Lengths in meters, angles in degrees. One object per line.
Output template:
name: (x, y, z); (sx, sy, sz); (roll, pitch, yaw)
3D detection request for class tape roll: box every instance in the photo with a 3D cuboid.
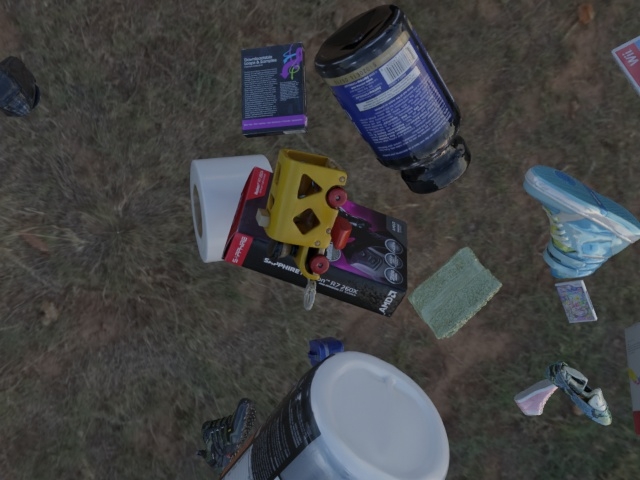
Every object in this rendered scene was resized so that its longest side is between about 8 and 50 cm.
tape roll: (-0.208, -0.077, 1.662); (0.169, 0.246, 0.246); (-6, 92, -17)

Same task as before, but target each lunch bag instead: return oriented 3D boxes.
lunch bag: (0.007, 0.258, 1.602); (0.065, 0.098, 0.067); (-4, 91, -19)

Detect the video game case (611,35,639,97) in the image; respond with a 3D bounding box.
video game case: (0.676, -0.328, 1.195); (0.285, 0.204, 0.025); (-27, 140, 18)

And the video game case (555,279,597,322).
video game case: (0.726, 0.174, 1.997); (0.011, 0.087, 0.122); (-26, 96, -37)

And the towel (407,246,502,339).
towel: (0.235, 0.093, 1.236); (0.148, 0.027, 0.110); (-43, 64, 10)

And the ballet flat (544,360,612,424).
ballet flat: (0.608, 0.350, 1.623); (0.188, 0.070, 0.070); (38, 80, 7)

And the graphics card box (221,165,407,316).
graphics card box: (0.000, 0.000, 1.466); (0.370, 0.233, 0.094); (21, 128, -10)

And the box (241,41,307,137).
box: (-0.083, -0.270, 1.259); (0.116, 0.029, 0.162); (-3, 84, 12)

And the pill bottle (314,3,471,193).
pill bottle: (0.098, -0.167, 0.870); (0.123, 0.123, 0.219); (-44, 120, -11)

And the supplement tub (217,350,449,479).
supplement tub: (-0.008, 0.316, 0.905); (0.207, 0.207, 0.338); (25, 126, -15)

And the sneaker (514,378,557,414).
sneaker: (0.609, 0.435, 1.940); (0.134, 0.051, 0.070); (-29, 98, 5)

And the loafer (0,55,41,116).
loafer: (-0.467, -0.227, 1.063); (0.076, 0.223, 0.078); (-44, 117, -1)

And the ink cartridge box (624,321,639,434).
ink cartridge box: (0.561, 0.212, 1.092); (0.128, 0.127, 0.176); (-3, 75, 9)

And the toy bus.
toy bus: (-0.036, -0.030, 0.991); (0.104, 0.191, 0.202); (10, 61, -16)

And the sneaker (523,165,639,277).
sneaker: (0.530, -0.021, 1.542); (0.319, 0.127, 0.208); (26, 122, -19)

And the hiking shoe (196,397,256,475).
hiking shoe: (-0.238, 0.467, 1.710); (0.114, 0.086, 0.227); (28, 110, 12)
